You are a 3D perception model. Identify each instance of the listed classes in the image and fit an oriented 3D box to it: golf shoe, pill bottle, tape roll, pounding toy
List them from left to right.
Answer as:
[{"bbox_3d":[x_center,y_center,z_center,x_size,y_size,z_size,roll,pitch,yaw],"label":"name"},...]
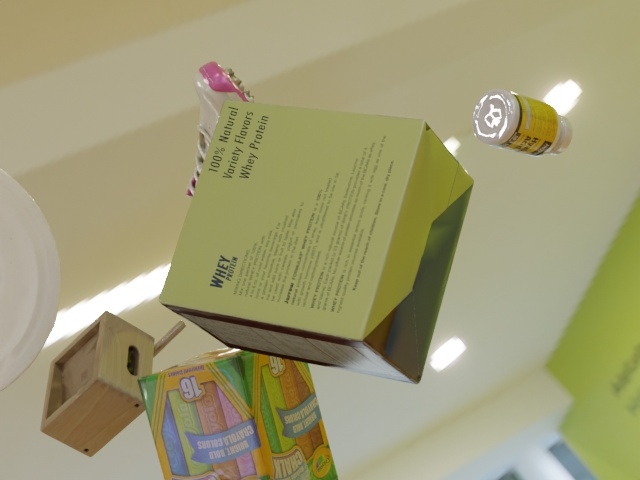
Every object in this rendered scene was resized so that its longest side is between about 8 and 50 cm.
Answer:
[{"bbox_3d":[-0.418,0.043,1.526,0.286,0.286,0.100,-27,1,-27],"label":"tape roll"},{"bbox_3d":[-0.233,0.153,1.675,0.100,0.141,0.130,34,-59,-26],"label":"pounding toy"},{"bbox_3d":[-0.107,-0.080,1.789,0.140,0.115,0.306,-30,-45,-6],"label":"golf shoe"},{"bbox_3d":[0.231,-0.130,1.668,0.116,0.065,0.065,10,-53,-42],"label":"pill bottle"}]

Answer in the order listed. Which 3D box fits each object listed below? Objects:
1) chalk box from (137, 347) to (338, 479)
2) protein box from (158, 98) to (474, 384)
[{"bbox_3d":[-0.077,0.219,1.522,0.132,0.213,0.132,-16,0,29],"label":"chalk box"},{"bbox_3d":[0.000,0.000,1.303,0.136,0.201,0.200,42,-119,-58],"label":"protein box"}]
